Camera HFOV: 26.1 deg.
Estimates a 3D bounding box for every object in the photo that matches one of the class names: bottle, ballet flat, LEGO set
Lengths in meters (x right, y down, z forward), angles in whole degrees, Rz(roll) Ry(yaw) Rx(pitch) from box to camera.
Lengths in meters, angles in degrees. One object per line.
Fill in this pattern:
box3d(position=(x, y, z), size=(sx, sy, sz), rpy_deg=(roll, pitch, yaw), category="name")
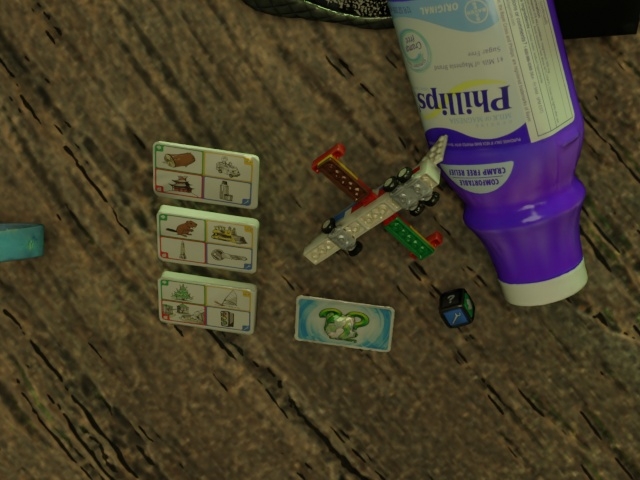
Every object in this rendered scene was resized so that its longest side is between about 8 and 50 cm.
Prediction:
box3d(position=(0.132, -0.090, 1.015), size=(0.092, 0.118, 0.282), rpy_deg=(-32, 114, -38), category="bottle")
box3d(position=(0.020, -0.190, 1.046), size=(0.173, 0.049, 0.057), rpy_deg=(0, 95, -4), category="ballet flat")
box3d(position=(0.000, 0.000, 1.036), size=(0.244, 0.060, 0.182), rpy_deg=(8, 132, 5), category="LEGO set")

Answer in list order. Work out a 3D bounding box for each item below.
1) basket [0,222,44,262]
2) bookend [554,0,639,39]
box3d(position=(-0.372, 0.007, 0.972), size=(0.289, 0.255, 0.201), rpy_deg=(4, 93, 12), category="basket")
box3d(position=(0.193, -0.260, 1.017), size=(0.072, 0.156, 0.157), rpy_deg=(-4, 51, 1), category="bookend")
